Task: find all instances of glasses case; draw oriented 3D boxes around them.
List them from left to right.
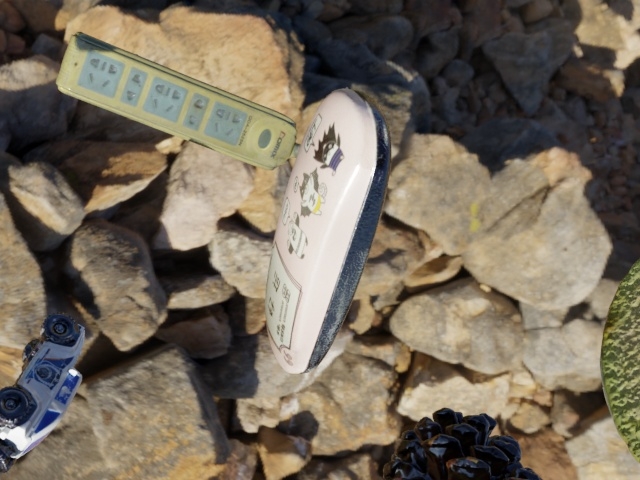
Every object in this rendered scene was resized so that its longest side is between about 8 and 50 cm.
[{"bbox_3d":[0.000,0.000,0.722,0.075,0.122,0.314,3,125,-21],"label":"glasses case"}]

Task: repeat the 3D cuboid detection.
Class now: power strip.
[{"bbox_3d":[-0.188,-0.193,1.064,0.387,0.066,0.092,19,99,-21],"label":"power strip"}]

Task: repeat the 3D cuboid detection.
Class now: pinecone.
[{"bbox_3d":[0.180,0.342,0.893,0.246,0.246,0.292,46,29,-17],"label":"pinecone"}]

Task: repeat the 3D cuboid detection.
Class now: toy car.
[{"bbox_3d":[-0.297,0.159,0.743,0.070,0.080,0.171,34,40,-16],"label":"toy car"}]

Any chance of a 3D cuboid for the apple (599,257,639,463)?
[{"bbox_3d":[0.297,0.082,0.486,0.120,0.193,0.265,49,34,-26],"label":"apple"}]
